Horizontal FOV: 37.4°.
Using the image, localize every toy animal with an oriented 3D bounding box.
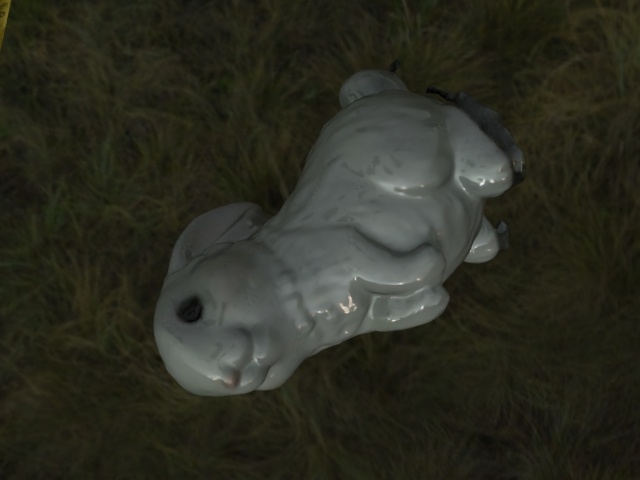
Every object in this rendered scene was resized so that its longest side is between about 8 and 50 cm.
[{"bbox_3d":[0.000,0.000,0.861,0.357,0.194,0.258,-30,50,-15],"label":"toy animal"}]

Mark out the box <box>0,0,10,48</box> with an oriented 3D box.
[{"bbox_3d":[-0.329,-0.207,0.894,0.073,0.149,0.020,48,48,10],"label":"box"}]
